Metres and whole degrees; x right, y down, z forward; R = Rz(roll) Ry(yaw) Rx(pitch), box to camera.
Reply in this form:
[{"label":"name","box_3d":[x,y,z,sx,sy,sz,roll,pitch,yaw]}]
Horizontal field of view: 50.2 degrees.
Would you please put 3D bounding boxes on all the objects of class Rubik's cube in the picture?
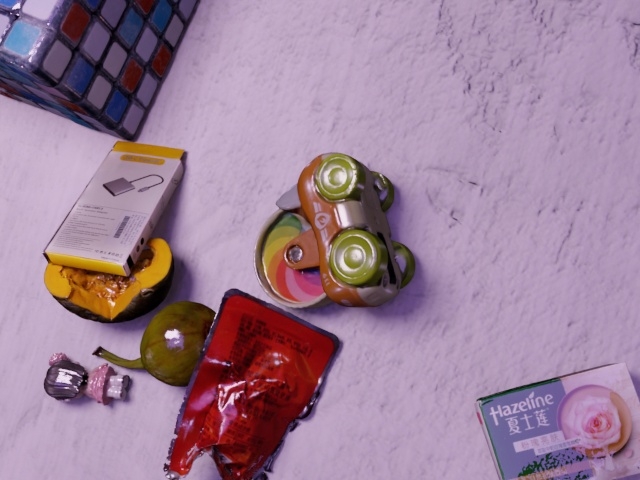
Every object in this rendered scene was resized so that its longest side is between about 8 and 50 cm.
[{"label":"Rubik's cube","box_3d":[-0.401,-0.360,1.030,0.291,0.287,0.293,20,83,14]}]

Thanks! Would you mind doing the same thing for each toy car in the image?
[{"label":"toy car","box_3d":[0.000,0.000,0.977,0.235,0.145,0.235,-4,81,26]}]

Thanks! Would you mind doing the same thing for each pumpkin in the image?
[{"label":"pumpkin","box_3d":[-0.301,0.068,1.018,0.183,0.108,0.119,-4,43,2]}]

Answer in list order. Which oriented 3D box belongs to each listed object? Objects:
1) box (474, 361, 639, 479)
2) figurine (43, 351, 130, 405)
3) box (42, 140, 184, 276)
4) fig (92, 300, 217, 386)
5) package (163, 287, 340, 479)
[{"label":"box","box_3d":[0.317,0.248,0.891,0.199,0.081,0.135,-17,77,5]},{"label":"figurine","box_3d":[-0.355,0.209,1.032,0.129,0.054,0.072,4,76,9]},{"label":"box","box_3d":[-0.301,-0.055,1.038,0.129,0.033,0.247,9,50,12]},{"label":"fig","box_3d":[-0.245,0.163,1.002,0.236,0.124,0.124,-17,76,25]},{"label":"package","box_3d":[-0.101,0.221,0.944,0.194,0.071,0.269,29,90,-31]}]
